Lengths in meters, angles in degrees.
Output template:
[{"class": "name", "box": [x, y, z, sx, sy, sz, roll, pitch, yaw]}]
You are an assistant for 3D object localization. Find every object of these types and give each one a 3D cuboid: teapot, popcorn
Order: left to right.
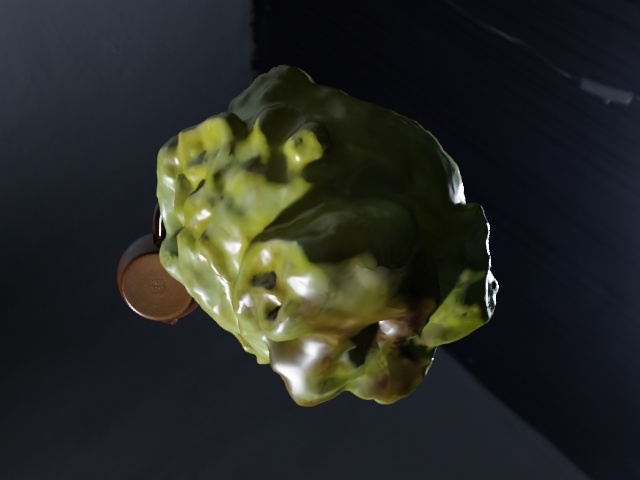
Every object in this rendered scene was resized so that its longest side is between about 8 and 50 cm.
[{"class": "teapot", "box": [-0.191, 0.034, 1.022, 0.116, 0.116, 0.173, -22, 118, -47]}, {"class": "popcorn", "box": [-0.005, -0.004, 0.785, 0.312, 0.312, 0.312, -39, 153, -24]}]
